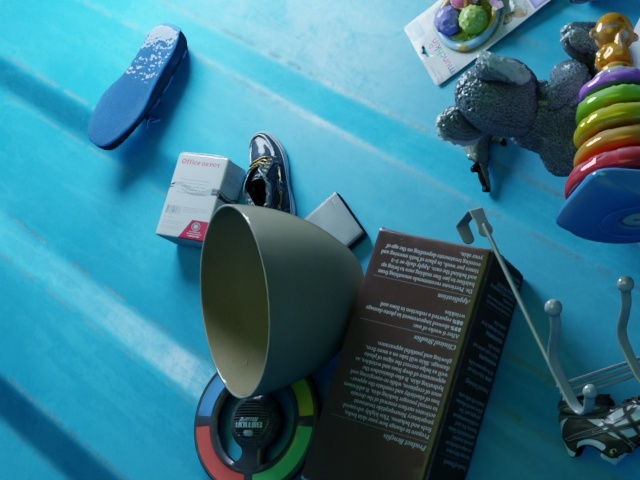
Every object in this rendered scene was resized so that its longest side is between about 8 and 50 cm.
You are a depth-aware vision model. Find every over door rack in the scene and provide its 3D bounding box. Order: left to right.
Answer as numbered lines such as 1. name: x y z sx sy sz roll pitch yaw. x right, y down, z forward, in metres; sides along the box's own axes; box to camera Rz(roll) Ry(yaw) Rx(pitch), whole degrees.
1. over door rack: 0.357 0.047 1.572 0.240 0.108 0.324 -14 57 -22

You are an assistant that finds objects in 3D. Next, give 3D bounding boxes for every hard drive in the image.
1. hard drive: 0.000 0.000 1.928 0.135 0.022 0.094 -42 57 12

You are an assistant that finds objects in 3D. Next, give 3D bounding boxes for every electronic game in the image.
1. electronic game: -0.100 0.281 1.872 0.229 0.048 0.229 -10 68 27

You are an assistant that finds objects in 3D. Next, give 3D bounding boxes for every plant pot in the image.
1. plant pot: -0.043 0.084 1.799 0.284 0.191 0.284 177 90 -66

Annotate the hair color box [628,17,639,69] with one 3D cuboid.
1. hair color box: 0.530 -0.316 1.568 0.338 0.110 0.185 -67 27 22

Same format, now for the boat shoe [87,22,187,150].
1. boat shoe: -0.312 -0.264 2.175 0.109 0.089 0.258 39 90 22

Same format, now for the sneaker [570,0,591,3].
1. sneaker: 0.360 -0.447 1.805 0.226 0.086 0.163 16 83 11

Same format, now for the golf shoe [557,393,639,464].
1. golf shoe: 0.407 0.246 1.574 0.198 0.077 0.093 -6 81 36

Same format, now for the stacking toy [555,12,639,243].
1. stacking toy: 0.385 -0.160 1.543 0.175 0.165 0.301 2 66 -9

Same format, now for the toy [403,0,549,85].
1. toy: 0.241 -0.369 1.896 0.237 0.056 0.136 -34 56 16

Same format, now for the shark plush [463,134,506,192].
1. shark plush: 0.250 -0.156 1.818 0.067 0.073 0.161 1 66 0

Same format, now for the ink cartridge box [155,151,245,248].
1. ink cartridge box: -0.202 -0.066 2.047 0.109 0.063 0.150 9 77 33

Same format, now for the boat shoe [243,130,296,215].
1. boat shoe: -0.093 -0.113 1.987 0.065 0.083 0.183 -28 61 20

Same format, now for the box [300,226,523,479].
1. box: 0.135 0.191 1.712 0.191 0.143 0.381 13 78 33

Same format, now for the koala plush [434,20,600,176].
1. koala plush: 0.282 -0.191 1.665 0.196 0.221 0.203 129 141 -48
